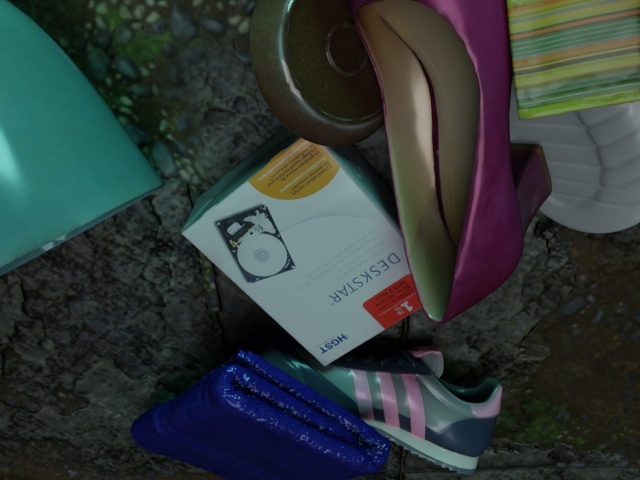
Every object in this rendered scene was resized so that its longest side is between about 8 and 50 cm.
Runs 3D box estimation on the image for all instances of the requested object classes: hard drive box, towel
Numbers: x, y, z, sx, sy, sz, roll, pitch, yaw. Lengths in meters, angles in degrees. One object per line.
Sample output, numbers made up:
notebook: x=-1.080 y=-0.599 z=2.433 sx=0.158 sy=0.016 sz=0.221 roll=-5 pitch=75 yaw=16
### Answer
hard drive box: x=0.000 y=0.000 z=0.643 sx=0.181 sy=0.089 sz=0.232 roll=-36 pitch=113 yaw=20
towel: x=0.177 y=-0.203 z=0.402 sx=0.102 sy=0.021 sz=0.237 roll=-11 pitch=118 yaw=11
towel: x=-0.086 y=0.237 z=0.729 sx=0.227 sy=0.076 sz=0.308 roll=31 pitch=142 yaw=-19

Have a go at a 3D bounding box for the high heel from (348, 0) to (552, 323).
high heel: x=0.080 y=-0.100 z=0.478 sx=0.181 sy=0.127 sz=0.377 roll=-50 pitch=119 yaw=-20

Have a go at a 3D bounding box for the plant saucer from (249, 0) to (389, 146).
plant saucer: x=0.019 y=-0.169 z=0.524 sx=0.168 sy=0.029 sz=0.168 roll=-4 pitch=97 yaw=-32

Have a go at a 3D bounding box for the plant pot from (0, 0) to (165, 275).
plant pot: x=-0.323 y=-0.081 z=0.504 sx=0.293 sy=0.293 sz=0.235 roll=-25 pitch=101 yaw=15

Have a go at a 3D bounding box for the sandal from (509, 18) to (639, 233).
sandal: x=0.203 y=-0.175 z=0.527 sx=0.102 sy=0.169 sz=0.416 roll=-48 pitch=116 yaw=-19

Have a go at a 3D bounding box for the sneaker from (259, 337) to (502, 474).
sneaker: x=0.083 y=0.174 z=0.749 sx=0.319 sy=0.112 sz=0.131 roll=26 pitch=93 yaw=-11
